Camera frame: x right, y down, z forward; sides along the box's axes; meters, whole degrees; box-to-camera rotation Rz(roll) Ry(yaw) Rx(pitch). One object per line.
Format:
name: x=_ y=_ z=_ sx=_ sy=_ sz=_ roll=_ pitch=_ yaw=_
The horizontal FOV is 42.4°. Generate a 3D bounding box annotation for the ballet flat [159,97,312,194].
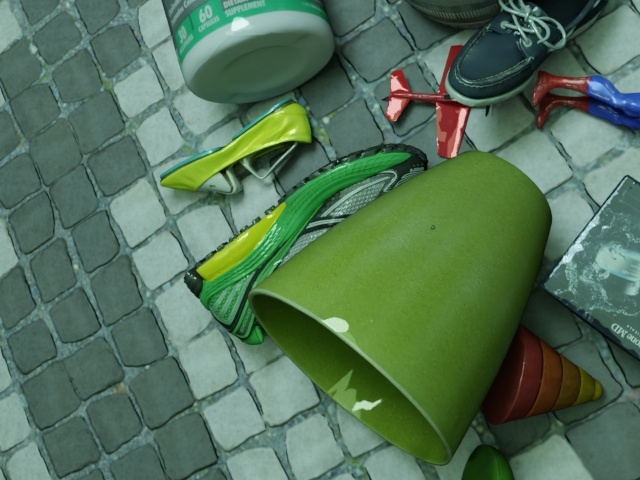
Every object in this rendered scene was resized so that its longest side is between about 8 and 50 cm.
ballet flat: x=-0.113 y=-0.108 z=1.125 sx=0.231 sy=0.077 sz=0.077 roll=-29 pitch=90 yaw=13

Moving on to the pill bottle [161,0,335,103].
pill bottle: x=-0.125 y=-0.383 z=1.095 sx=0.204 sy=0.204 sz=0.360 roll=-22 pitch=75 yaw=17

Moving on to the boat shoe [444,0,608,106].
boat shoe: x=0.244 y=-0.245 z=0.946 sx=0.255 sy=0.079 sz=0.095 roll=-34 pitch=69 yaw=-18

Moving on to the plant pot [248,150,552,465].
plant pot: x=0.118 y=0.045 z=0.921 sx=0.275 sy=0.274 sz=0.293 roll=35 pitch=71 yaw=21

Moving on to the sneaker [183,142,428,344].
sneaker: x=0.000 y=0.000 z=1.051 sx=0.344 sy=0.134 sz=0.146 roll=-38 pitch=89 yaw=12

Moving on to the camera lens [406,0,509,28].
camera lens: x=0.157 y=-0.387 z=0.951 sx=0.220 sy=0.274 sz=0.219 roll=-3 pitch=81 yaw=21

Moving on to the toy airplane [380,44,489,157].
toy airplane: x=0.146 y=-0.185 z=1.059 sx=0.151 sy=0.028 sz=0.151 roll=-2 pitch=83 yaw=20

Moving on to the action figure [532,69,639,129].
action figure: x=0.380 y=-0.109 z=0.927 sx=0.281 sy=0.091 sz=0.139 roll=8 pitch=77 yaw=22

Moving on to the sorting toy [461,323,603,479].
sorting toy: x=0.237 y=0.281 z=0.938 sx=0.126 sy=0.127 sz=0.365 roll=12 pitch=89 yaw=-7

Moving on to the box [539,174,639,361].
box: x=0.357 y=0.039 z=0.914 sx=0.156 sy=0.093 sz=0.158 roll=39 pitch=98 yaw=21
